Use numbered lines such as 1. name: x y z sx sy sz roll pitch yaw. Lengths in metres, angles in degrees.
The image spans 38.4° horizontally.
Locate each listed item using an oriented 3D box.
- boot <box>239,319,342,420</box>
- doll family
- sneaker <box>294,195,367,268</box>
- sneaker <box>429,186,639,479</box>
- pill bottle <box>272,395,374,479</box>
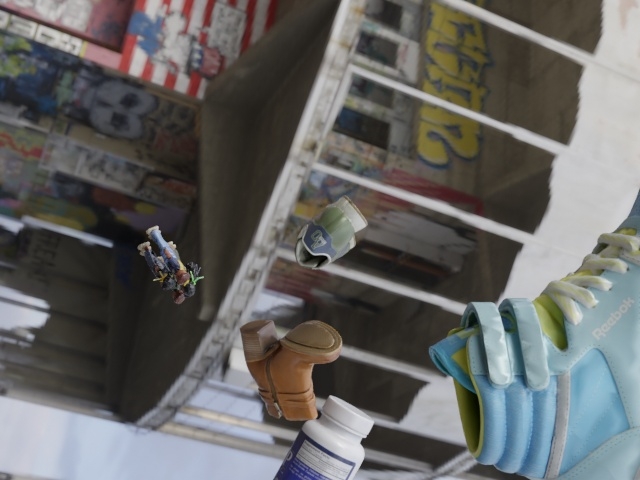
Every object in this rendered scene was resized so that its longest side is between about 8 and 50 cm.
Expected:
1. boot: -0.028 0.196 1.335 0.197 0.073 0.152 4 -65 47
2. doll family: -0.259 0.051 1.604 0.111 0.076 0.193 60 3 20
3. sneaker: 0.000 0.000 1.178 0.086 0.064 0.192 -38 176 -12
4. sneaker: 0.203 0.048 0.727 0.127 0.208 0.319 119 -14 -85
5. pill bottle: 0.005 0.349 1.463 0.187 0.112 0.112 -60 -161 -2
